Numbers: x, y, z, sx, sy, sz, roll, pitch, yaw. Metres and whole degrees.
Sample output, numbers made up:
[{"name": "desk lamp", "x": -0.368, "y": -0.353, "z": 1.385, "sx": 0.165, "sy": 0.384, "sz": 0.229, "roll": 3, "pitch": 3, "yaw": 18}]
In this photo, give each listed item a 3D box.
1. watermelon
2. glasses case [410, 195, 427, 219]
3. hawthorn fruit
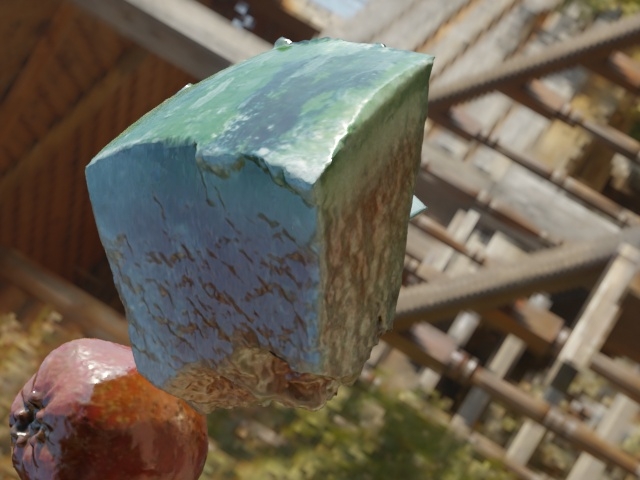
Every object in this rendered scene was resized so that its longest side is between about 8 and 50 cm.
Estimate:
[{"name": "watermelon", "x": -0.049, "y": -0.010, "z": 1.155, "sx": 0.151, "sy": 0.264, "sz": 0.302, "roll": 1, "pitch": -90, "yaw": -47}, {"name": "glasses case", "x": 0.000, "y": 0.000, "z": 1.951, "sx": 0.266, "sy": 0.105, "sz": 0.056, "roll": -30, "pitch": -28, "yaw": -29}, {"name": "hawthorn fruit", "x": -0.214, "y": 0.214, "z": 1.714, "sx": 0.253, "sy": 0.205, "sz": 0.205, "roll": 13, "pitch": -68, "yaw": -40}]
